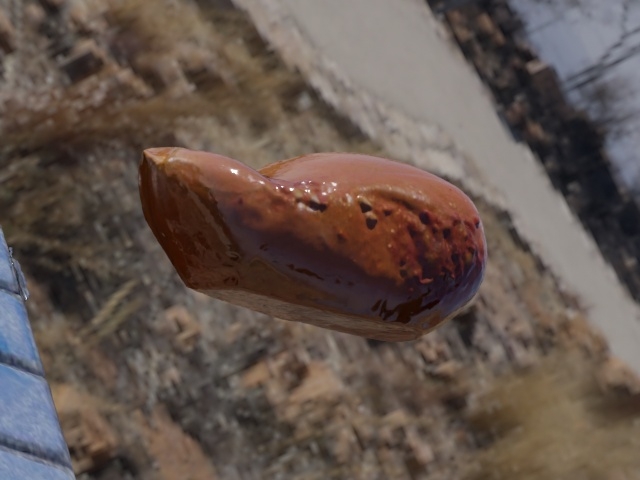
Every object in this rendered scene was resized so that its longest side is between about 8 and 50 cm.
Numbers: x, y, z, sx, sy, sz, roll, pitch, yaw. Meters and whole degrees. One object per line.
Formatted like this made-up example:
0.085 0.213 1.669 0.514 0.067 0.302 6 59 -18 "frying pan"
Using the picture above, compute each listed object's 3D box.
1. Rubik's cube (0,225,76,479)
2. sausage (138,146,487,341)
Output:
-0.396 0.146 0.994 0.337 0.343 0.344 27 23 -39 "Rubik's cube"
0.000 0.000 0.715 0.179 0.089 0.089 11 44 -28 "sausage"
